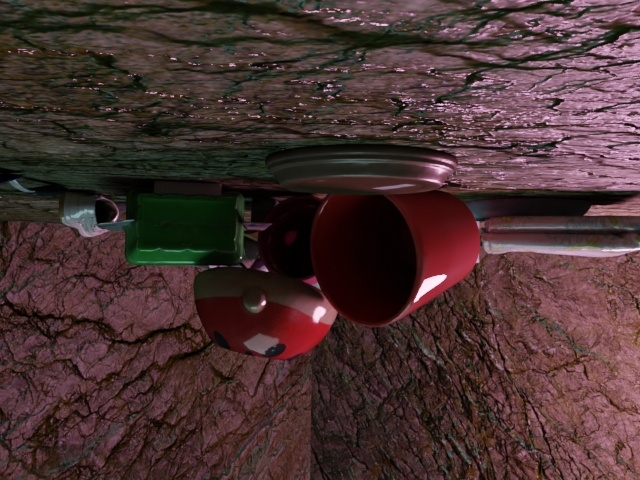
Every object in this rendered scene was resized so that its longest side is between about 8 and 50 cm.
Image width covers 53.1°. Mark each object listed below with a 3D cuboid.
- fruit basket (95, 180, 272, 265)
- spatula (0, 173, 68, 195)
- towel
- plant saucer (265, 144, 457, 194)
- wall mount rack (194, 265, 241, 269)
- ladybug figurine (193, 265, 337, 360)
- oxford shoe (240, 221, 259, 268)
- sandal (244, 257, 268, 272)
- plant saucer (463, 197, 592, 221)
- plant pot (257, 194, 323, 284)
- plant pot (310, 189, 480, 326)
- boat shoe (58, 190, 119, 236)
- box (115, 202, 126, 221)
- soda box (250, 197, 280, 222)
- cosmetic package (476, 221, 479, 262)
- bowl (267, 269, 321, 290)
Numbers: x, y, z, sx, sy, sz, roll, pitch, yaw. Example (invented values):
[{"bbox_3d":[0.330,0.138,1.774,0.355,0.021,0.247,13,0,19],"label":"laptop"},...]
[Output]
[{"bbox_3d":[-0.287,-0.037,1.350,0.326,0.166,0.353,1,-177,-13],"label":"fruit basket"},{"bbox_3d":[-0.551,-0.102,1.189,0.084,0.031,0.296,2,179,6],"label":"spatula"},{"bbox_3d":[0.564,-0.006,1.512,0.374,0.090,0.320,0,179,14],"label":"towel"},{"bbox_3d":[0.058,-0.096,0.931,0.277,0.041,0.278,0,178,0],"label":"plant saucer"},{"bbox_3d":[-0.338,0.004,1.964,0.349,0.131,0.304,12,-171,22],"label":"wall mount rack"},{"bbox_3d":[-0.121,0.158,1.342,0.304,0.162,0.449,11,171,6],"label":"ladybug figurine"},{"bbox_3d":[-0.289,-0.013,1.598,0.363,0.133,0.130,20,180,-39],"label":"oxford shoe"},{"bbox_3d":[-0.093,-0.003,1.864,0.416,0.102,0.169,-30,-174,-37],"label":"sandal"},{"bbox_3d":[0.502,-0.070,1.589,0.317,0.044,0.317,1,179,0],"label":"plant saucer"},{"bbox_3d":[-0.025,0.017,1.492,0.201,0.202,0.180,0,164,15],"label":"plant pot"},{"bbox_3d":[0.158,0.012,1.227,0.243,0.275,0.274,-9,-174,-42],"label":"plant pot"},{"bbox_3d":[-0.526,-0.058,1.520,0.096,0.098,0.277,2,177,-1],"label":"boat shoe"},{"bbox_3d":[-0.408,-0.066,1.796,0.323,0.067,0.063,2,178,-23],"label":"box"},{"bbox_3d":[-0.133,-0.068,1.591,0.058,0.063,0.183,3,179,1],"label":"soda box"},{"bbox_3d":[0.410,-0.003,2.075,0.183,0.152,0.151,-1,177,24],"label":"cosmetic package"},{"bbox_3d":[0.000,0.000,1.690,0.297,0.134,0.298,2,-138,-2],"label":"bowl"}]
